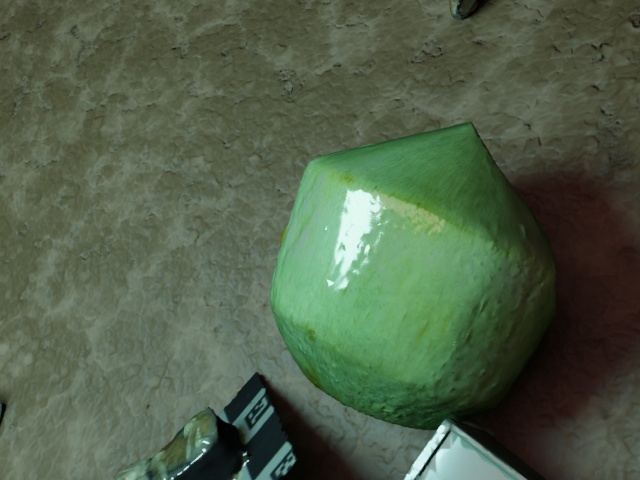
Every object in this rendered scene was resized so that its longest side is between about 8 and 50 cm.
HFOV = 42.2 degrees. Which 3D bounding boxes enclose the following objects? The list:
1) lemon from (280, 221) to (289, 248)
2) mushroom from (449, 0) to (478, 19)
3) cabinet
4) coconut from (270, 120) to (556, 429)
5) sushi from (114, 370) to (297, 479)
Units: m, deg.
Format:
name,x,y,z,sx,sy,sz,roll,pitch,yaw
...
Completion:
name,x,y,z,sx,sy,sz,roll,pitch,yaw
lemon,0.000,0.000,1.069,0.110,0.082,0.082,-10,65,28
mushroom,0.237,-0.402,1.135,0.209,0.072,0.094,-42,49,4
cabinet,0.185,0.300,0.811,0.206,0.150,0.145,35,90,32
coconut,0.101,0.024,0.893,0.328,0.281,0.329,-30,52,48
sushi,-0.207,0.299,0.922,0.373,0.100,0.296,-49,15,-1
